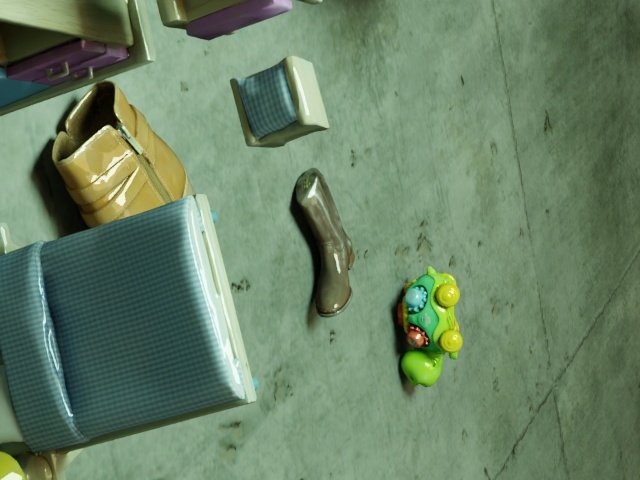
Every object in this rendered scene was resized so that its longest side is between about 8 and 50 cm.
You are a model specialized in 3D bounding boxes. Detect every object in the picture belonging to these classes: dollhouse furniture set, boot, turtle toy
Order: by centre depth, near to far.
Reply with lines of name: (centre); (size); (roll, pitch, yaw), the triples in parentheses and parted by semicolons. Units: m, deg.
dollhouse furniture set: (-0.138, -0.005, 0.819); (0.198, 0.286, 0.303); (-2, 78, -64)
boot: (-0.146, -0.004, 1.049); (0.152, 0.073, 0.197); (62, 24, -43)
boot: (0.000, 0.000, 1.377); (0.106, 0.037, 0.114); (-82, 158, -50)
turtle toy: (0.116, 0.092, 1.568); (0.095, 0.066, 0.130); (-71, 158, -83)
